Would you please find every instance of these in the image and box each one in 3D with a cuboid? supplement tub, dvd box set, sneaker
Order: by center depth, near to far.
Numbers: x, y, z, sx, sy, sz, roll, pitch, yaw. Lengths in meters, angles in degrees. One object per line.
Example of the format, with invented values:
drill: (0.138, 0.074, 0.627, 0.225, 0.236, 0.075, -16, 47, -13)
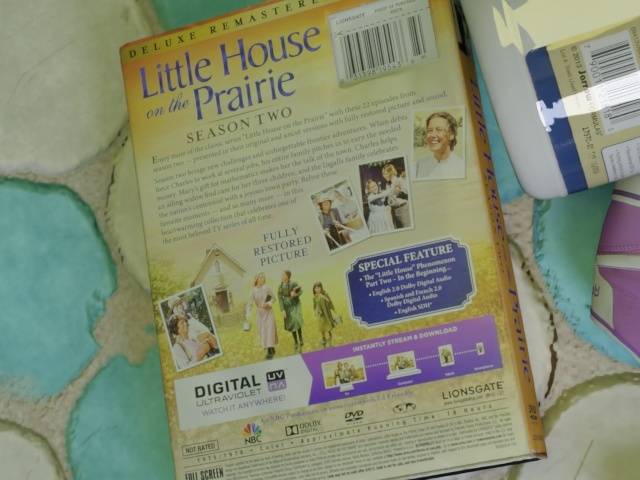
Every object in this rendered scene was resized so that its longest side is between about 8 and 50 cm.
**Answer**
supplement tub: (0.267, -0.177, 1.059, 0.316, 0.228, 0.228, -17, 75, 10)
sneaker: (0.334, 0.054, 1.081, 0.282, 0.102, 0.161, 15, 90, 33)
dvd box set: (0.000, 0.000, 1.232, 0.308, 0.062, 0.420, -14, 77, 19)
